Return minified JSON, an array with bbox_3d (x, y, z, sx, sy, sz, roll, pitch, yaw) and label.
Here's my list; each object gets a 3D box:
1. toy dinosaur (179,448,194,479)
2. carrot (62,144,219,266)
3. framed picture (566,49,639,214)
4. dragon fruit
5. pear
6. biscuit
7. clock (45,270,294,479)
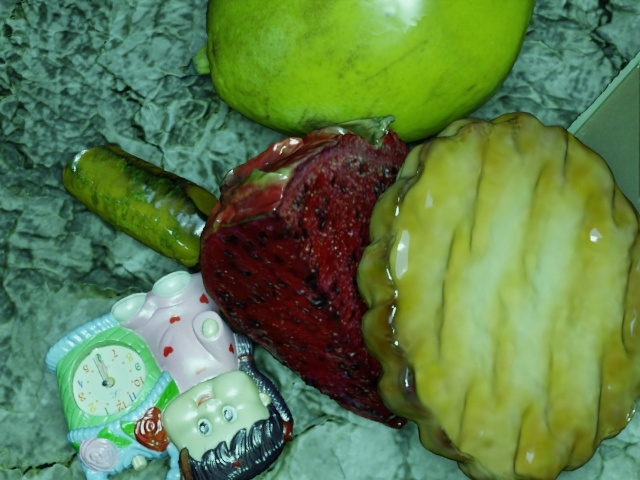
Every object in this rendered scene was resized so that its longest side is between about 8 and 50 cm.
[{"bbox_3d":[0.057,0.263,0.975,0.327,0.206,0.113,-9,35,4],"label":"toy dinosaur"},{"bbox_3d":[-0.169,-0.037,1.154,0.173,0.082,0.082,32,73,16],"label":"carrot"},{"bbox_3d":[0.346,-0.069,1.159,0.211,0.020,0.289,39,75,18],"label":"framed picture"},{"bbox_3d":[0.000,0.000,1.052,0.152,0.317,0.205,5,51,34],"label":"dragon fruit"},{"bbox_3d":[0.032,-0.224,1.124,0.375,0.287,0.287,-18,65,16],"label":"pear"},{"bbox_3d":[0.162,0.051,1.009,0.326,0.107,0.326,5,81,-34],"label":"biscuit"},{"bbox_3d":[-0.139,0.150,1.063,0.194,0.100,0.195,-30,65,-4],"label":"clock"}]
